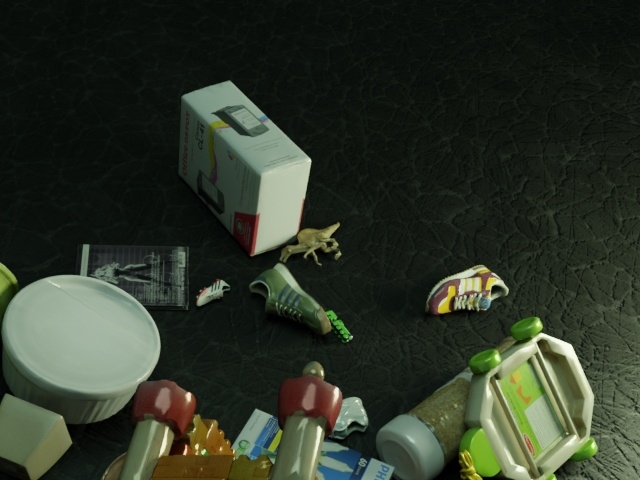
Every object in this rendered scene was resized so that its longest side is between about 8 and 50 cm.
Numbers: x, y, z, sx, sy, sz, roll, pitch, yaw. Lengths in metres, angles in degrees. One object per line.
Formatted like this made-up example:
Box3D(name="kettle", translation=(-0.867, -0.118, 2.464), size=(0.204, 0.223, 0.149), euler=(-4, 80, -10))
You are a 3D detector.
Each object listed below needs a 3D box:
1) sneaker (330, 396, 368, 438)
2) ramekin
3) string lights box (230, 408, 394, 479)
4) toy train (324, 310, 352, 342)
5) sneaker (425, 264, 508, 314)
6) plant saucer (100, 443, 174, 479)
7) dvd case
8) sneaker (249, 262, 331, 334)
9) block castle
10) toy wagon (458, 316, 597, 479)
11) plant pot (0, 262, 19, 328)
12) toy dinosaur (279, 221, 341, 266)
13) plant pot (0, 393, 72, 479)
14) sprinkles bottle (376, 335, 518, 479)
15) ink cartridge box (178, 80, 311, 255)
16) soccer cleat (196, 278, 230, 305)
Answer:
Box3D(name="sneaker", translation=(0.015, 0.322, 1.913), size=(0.152, 0.053, 0.061), euler=(-11, 49, -21))
Box3D(name="ramekin", translation=(-0.424, 0.197, 1.882), size=(0.273, 0.127, 0.273), euler=(17, 39, -14))
Box3D(name="string lights box", translation=(-0.023, 0.396, 1.809), size=(0.260, 0.077, 0.133), euler=(20, 43, 12))
Box3D(name="toy train", translation=(0.034, 0.167, 2.109), size=(0.024, 0.017, 0.083), euler=(-11, 45, -35))
Box3D(name="sneaker", translation=(0.295, 0.111, 2.174), size=(0.185, 0.069, 0.084), euler=(-26, 48, -31))
Box3D(name="plant saucer", translation=(-0.263, 0.422, 1.771), size=(0.198, 0.036, 0.198), euler=(5, 42, -5))
Box3D(name="dvd case", translation=(-0.373, 0.072, 2.142), size=(0.221, 0.018, 0.164), euler=(2, 44, -9))
Box3D(name="sneaker", translation=(-0.066, 0.128, 2.106), size=(0.086, 0.064, 0.192), euler=(-26, 52, -22))
Box3D(name="block castle", translation=(-0.072, 0.365, 1.534), size=(0.303, 0.453, 0.213), euler=(-4, 46, 19))
Box3D(name="toy wagon", translation=(0.340, 0.306, 1.868), size=(0.344, 0.068, 0.267), euler=(-30, 99, -34))
Box3D(name="plant pot", translation=(-0.660, 0.183, 1.823), size=(0.276, 0.276, 0.254), euler=(1, 54, -8))
Box3D(name="toy dinosaur", translation=(0.000, 0.000, 2.256), size=(0.183, 0.053, 0.092), euler=(-30, 53, -34))
Box3D(name="plant pot", translation=(-0.488, 0.334, 1.786), size=(0.109, 0.109, 0.096), euler=(19, 57, 11))
Box3D(name="sprinkles bottle", translation=(0.260, 0.299, 1.929), size=(0.355, 0.121, 0.121), euler=(-29, 55, -34))
Box3D(name="ink cartridge box", translation=(-0.167, -0.152, 2.265), size=(0.131, 0.226, 0.306), euler=(-22, 50, -31))
Box3D(name="soccer cleat", translation=(-0.211, 0.105, 2.126), size=(0.035, 0.029, 0.083), euler=(25, 40, 23))
